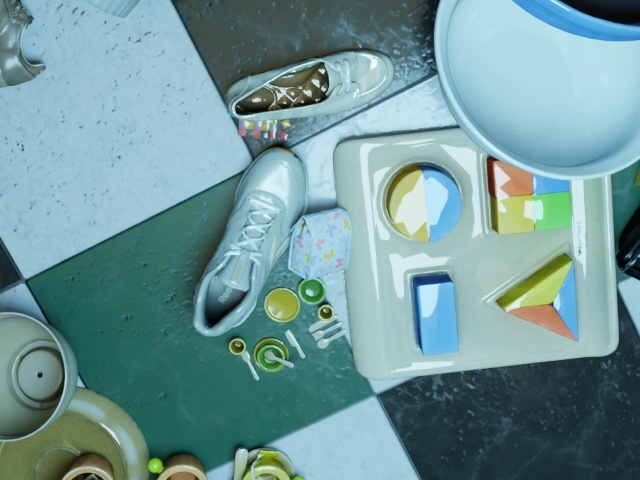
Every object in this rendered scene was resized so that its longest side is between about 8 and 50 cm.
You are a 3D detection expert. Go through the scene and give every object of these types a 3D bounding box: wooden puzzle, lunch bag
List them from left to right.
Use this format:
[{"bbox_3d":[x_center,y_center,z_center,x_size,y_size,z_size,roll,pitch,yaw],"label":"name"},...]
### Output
[{"bbox_3d":[-0.079,-0.157,1.272,0.083,0.006,0.049,6,102,1],"label":"wooden puzzle"},{"bbox_3d":[0.000,0.000,1.262,0.071,0.053,0.083,-16,124,-37],"label":"lunch bag"},{"bbox_3d":[0.201,0.017,1.261,0.348,0.080,0.322,-6,102,4],"label":"wooden puzzle"}]

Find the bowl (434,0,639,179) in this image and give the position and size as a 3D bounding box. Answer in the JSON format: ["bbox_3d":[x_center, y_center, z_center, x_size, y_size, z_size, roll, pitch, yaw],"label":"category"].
[{"bbox_3d":[0.258,-0.203,1.163,0.298,0.134,0.297,2,82,-11],"label":"bowl"}]

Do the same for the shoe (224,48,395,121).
[{"bbox_3d":[-0.011,-0.188,1.233,0.219,0.058,0.076,-13,103,0],"label":"shoe"}]

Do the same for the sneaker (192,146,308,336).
[{"bbox_3d":[-0.087,0.010,1.250,0.099,0.121,0.262,22,102,-3],"label":"sneaker"}]

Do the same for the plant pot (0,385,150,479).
[{"bbox_3d":[-0.356,0.317,1.371,0.236,0.032,0.236,1,103,3],"label":"plant pot"}]

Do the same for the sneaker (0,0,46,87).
[{"bbox_3d":[-0.399,-0.289,1.237,0.071,0.066,0.188,-15,107,-12],"label":"sneaker"}]

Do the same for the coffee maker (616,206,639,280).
[{"bbox_3d":[0.466,0.027,1.200,0.178,0.171,0.120,29,89,-1],"label":"coffee maker"}]

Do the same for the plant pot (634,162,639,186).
[{"bbox_3d":[0.450,-0.091,1.227,0.081,0.083,0.081,14,103,-1],"label":"plant pot"}]

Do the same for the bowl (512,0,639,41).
[{"bbox_3d":[0.325,-0.406,1.100,0.391,0.077,0.391,2,81,-12],"label":"bowl"}]

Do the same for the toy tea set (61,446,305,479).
[{"bbox_3d":[-0.188,0.382,1.311,0.336,0.124,0.200,3,103,-8],"label":"toy tea set"}]

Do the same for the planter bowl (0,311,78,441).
[{"bbox_3d":[-0.385,0.176,1.292,0.162,0.109,0.162,-1,84,10],"label":"planter bowl"}]

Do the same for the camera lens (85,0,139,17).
[{"bbox_3d":[-0.228,-0.421,1.113,0.219,0.219,0.274,36,101,-5],"label":"camera lens"}]

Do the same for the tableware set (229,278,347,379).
[{"bbox_3d":[-0.049,0.118,1.321,0.154,0.024,0.104,-28,99,8],"label":"tableware set"}]
